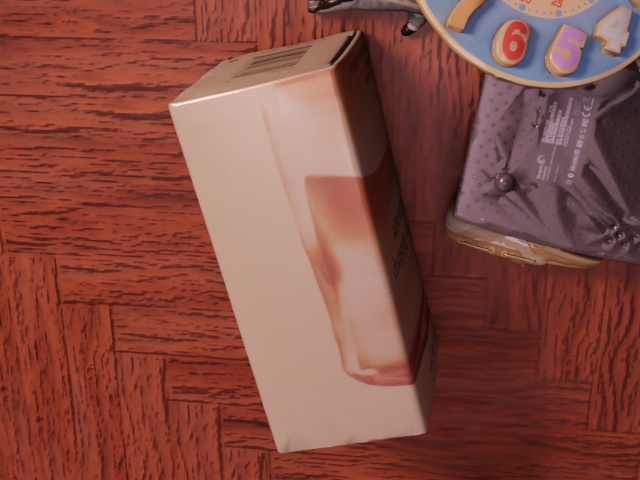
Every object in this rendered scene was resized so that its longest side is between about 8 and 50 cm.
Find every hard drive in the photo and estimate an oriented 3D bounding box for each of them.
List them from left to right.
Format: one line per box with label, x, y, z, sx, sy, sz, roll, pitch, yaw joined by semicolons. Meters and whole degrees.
hard drive;0.241;-0.071;0.716;0.255;0.054;0.172;10;106;1

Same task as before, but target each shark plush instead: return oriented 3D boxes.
shark plush;0.070;-0.179;0.714;0.161;0.073;0.067;-10;142;7

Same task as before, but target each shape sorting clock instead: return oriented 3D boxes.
shape sorting clock;0.158;-0.208;0.650;0.206;0.040;0.206;1;82;-10

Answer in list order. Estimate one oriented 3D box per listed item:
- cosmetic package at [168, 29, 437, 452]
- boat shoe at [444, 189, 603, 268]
cosmetic package;0.000;0.000;0.745;0.129;0.153;0.296;-10;112;14
boat shoe;0.168;-0.004;0.777;0.135;0.050;0.045;20;138;1
